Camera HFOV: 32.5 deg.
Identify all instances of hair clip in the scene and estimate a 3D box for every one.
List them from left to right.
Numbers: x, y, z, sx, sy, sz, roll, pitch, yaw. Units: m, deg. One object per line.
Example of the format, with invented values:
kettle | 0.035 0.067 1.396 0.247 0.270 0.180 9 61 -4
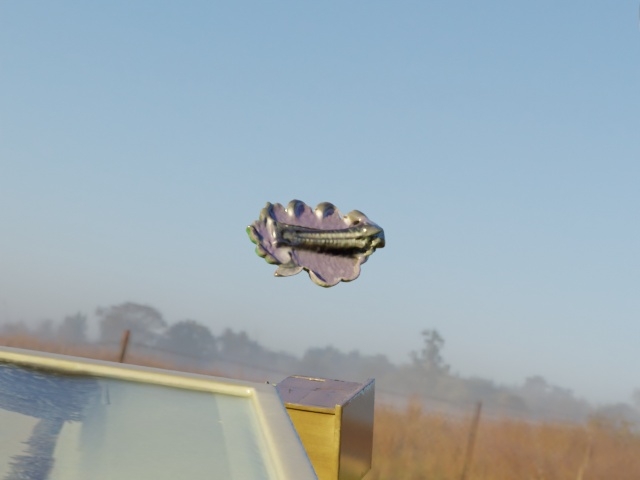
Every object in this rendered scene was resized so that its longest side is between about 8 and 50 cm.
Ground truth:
hair clip | 0.001 -0.002 1.353 0.195 0.124 0.052 0 -36 -31

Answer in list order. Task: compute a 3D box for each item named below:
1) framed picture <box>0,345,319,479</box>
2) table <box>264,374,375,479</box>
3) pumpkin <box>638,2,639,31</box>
framed picture | -0.103 0.073 0.381 0.213 0.016 0.289 10 4 -8
table | -0.012 0.137 0.785 0.082 0.070 0.083 4 7 18
pumpkin | 0.616 -0.315 1.360 0.454 0.344 0.454 -16 -7 -2
